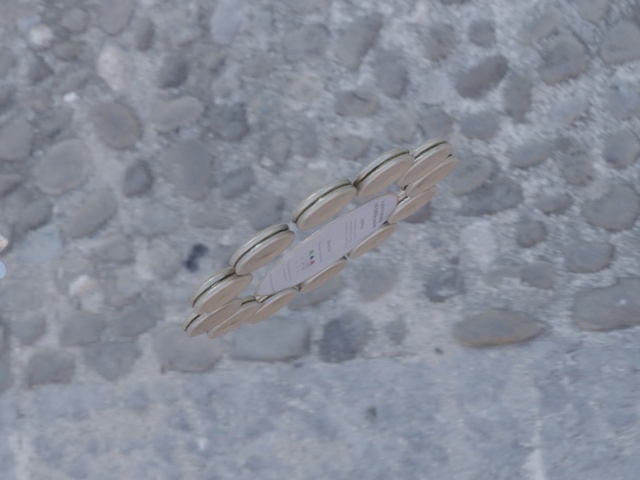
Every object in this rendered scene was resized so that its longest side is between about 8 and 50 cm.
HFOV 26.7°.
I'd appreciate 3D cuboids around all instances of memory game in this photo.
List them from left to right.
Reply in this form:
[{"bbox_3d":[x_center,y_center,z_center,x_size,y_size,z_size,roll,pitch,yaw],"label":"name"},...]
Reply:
[{"bbox_3d":[0.000,0.000,0.755,0.186,0.186,0.012,-38,77,17],"label":"memory game"}]

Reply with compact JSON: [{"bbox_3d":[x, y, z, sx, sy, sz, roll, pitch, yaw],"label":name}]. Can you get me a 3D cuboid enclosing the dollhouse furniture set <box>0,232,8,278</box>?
[{"bbox_3d":[-0.241,0.011,0.792,0.114,0.091,0.081,-42,115,14],"label":"dollhouse furniture set"}]
